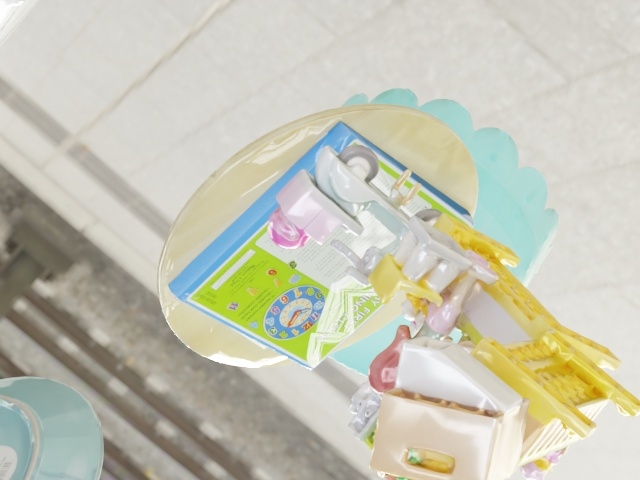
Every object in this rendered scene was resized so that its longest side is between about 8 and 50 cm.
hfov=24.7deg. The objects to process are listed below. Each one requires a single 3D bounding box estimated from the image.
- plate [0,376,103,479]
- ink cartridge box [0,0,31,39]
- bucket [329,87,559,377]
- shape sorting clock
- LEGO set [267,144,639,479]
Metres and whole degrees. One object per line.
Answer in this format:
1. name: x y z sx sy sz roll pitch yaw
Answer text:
1. plate: -0.214 0.144 0.841 0.188 0.188 0.024 19 146 44
2. ink cartridge box: -0.350 -0.282 1.198 0.285 0.166 0.395 41 157 -14
3. bucket: 0.081 0.007 1.463 0.281 0.183 0.281 23 148 15
4. shape sorting clock: 0.000 0.000 0.876 0.040 0.206 0.206 61 -179 43
5. LEGO set: 0.040 0.065 0.564 0.132 0.107 0.287 32 -166 -15
